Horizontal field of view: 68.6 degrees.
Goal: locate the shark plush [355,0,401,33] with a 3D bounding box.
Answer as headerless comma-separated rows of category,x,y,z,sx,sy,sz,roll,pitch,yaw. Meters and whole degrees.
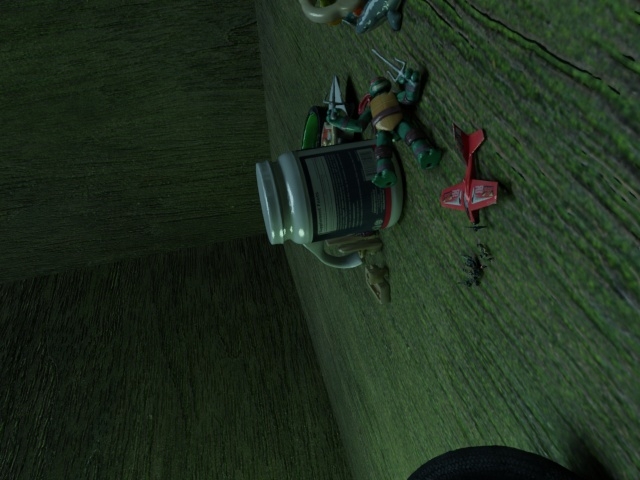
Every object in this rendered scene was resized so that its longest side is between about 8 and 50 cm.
shark plush,0.102,-0.398,0.755,0.161,0.067,0.073,126,133,-76

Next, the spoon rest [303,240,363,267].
spoon rest,0.000,0.000,1.260,0.276,0.084,0.137,37,-151,-35

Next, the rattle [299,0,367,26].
rattle,0.053,-0.458,0.971,0.199,0.130,0.143,41,162,29

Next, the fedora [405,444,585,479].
fedora,0.227,0.404,0.549,0.152,0.333,0.335,21,-127,-66

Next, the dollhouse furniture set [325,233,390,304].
dollhouse furniture set,0.089,0.069,1.172,0.144,0.123,0.152,-120,21,-62

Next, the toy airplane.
toy airplane,0.203,-0.087,0.643,0.151,0.028,0.152,169,90,-78

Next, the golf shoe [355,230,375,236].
golf shoe,0.066,-0.062,1.189,0.086,0.186,0.068,11,-76,-64

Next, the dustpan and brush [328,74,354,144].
dustpan and brush,0.056,-0.296,1.193,0.211,0.060,0.148,116,143,-63

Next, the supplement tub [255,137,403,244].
supplement tub,0.016,-0.099,0.969,0.191,0.271,0.191,169,90,-80

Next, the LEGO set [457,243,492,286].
LEGO set,0.227,0.039,0.684,0.083,0.023,0.054,133,125,-61

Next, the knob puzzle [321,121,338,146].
knob puzzle,0.014,-0.202,1.192,0.213,0.029,0.214,173,90,-81

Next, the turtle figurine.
turtle figurine,0.111,-0.214,0.793,0.175,0.118,0.235,-33,63,35

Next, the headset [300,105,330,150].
headset,0.010,-0.199,1.415,0.243,0.185,0.395,-169,83,-76
